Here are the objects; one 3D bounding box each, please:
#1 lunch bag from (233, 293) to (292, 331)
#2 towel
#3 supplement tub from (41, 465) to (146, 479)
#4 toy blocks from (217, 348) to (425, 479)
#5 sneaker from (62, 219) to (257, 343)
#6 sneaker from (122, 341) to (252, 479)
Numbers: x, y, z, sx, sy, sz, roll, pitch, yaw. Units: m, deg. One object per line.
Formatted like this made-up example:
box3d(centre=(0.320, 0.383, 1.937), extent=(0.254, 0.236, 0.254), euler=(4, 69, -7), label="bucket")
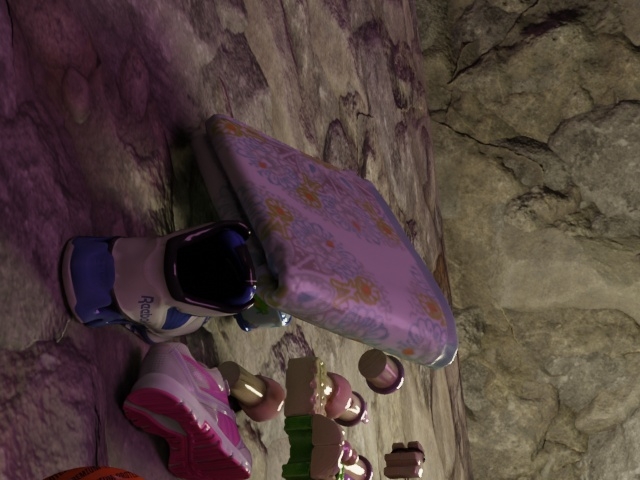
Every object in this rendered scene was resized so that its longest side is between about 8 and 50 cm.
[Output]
box3d(centre=(-0.082, 0.024, 1.749), extent=(0.219, 0.090, 0.176), euler=(-69, 146, -59), label="lunch bag")
box3d(centre=(0.000, 0.000, 1.583), extent=(0.321, 0.090, 0.374), euler=(20, 28, -38), label="towel")
box3d(centre=(-0.153, 0.318, 0.866), extent=(0.316, 0.194, 0.193), euler=(-128, -162, -58), label="supplement tub")
box3d(centre=(0.032, 0.319, 1.624), extent=(0.260, 0.309, 0.288), euler=(46, 40, -54), label="toy blocks")
box3d(centre=(-0.144, 0.051, 1.366), extent=(0.315, 0.182, 0.127), euler=(16, 70, -72), label="sneaker")
box3d(centre=(-0.146, 0.211, 1.434), extent=(0.252, 0.103, 0.111), euler=(66, 25, -47), label="sneaker")
